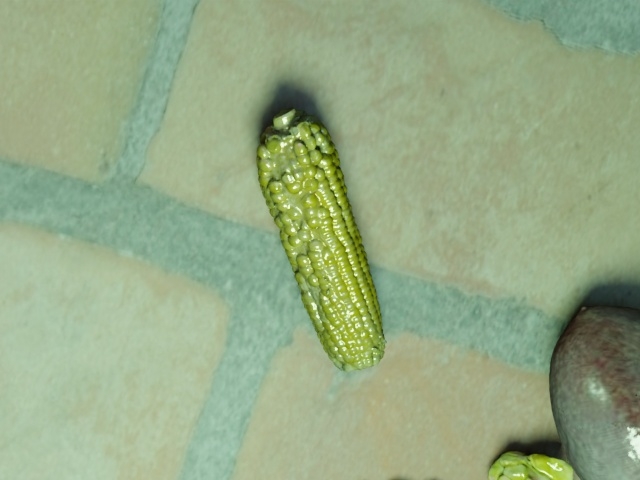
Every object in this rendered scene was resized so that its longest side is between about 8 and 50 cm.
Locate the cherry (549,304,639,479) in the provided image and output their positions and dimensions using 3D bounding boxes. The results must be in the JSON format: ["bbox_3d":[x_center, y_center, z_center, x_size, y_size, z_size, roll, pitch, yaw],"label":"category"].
[{"bbox_3d":[0.350,0.185,1.888,0.184,0.213,0.266,-31,84,38],"label":"cherry"}]

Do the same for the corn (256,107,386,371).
[{"bbox_3d":[0.000,0.000,1.820,0.087,0.086,0.288,-20,109,-9],"label":"corn"}]

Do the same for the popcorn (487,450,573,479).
[{"bbox_3d":[0.236,0.281,1.937,0.089,0.097,0.109,-14,119,-8],"label":"popcorn"}]
